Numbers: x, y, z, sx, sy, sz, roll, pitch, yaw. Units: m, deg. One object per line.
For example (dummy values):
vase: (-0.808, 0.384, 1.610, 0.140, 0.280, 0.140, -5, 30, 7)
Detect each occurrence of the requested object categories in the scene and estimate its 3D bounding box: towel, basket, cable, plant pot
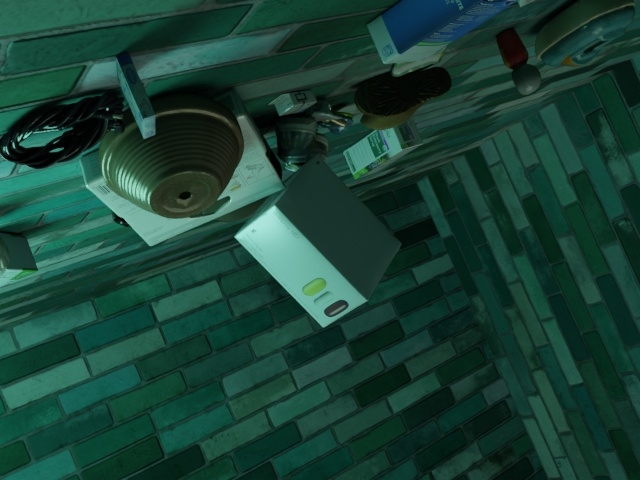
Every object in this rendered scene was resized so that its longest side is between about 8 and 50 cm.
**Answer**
towel: (0.225, -0.381, 1.790, 0.083, 0.009, 0.060, -24, 175, -4)
basket: (-0.168, -0.145, 1.693, 0.204, 0.154, 0.227, -34, 174, -11)
cable: (-0.363, -0.153, 1.177, 0.184, 0.047, 0.150, -21, 175, -22)
towel: (0.207, -0.375, 1.671, 0.113, 0.023, 0.152, -24, 176, -8)
plant pot: (-0.230, -0.114, 1.339, 0.237, 0.110, 0.237, -16, 147, -11)

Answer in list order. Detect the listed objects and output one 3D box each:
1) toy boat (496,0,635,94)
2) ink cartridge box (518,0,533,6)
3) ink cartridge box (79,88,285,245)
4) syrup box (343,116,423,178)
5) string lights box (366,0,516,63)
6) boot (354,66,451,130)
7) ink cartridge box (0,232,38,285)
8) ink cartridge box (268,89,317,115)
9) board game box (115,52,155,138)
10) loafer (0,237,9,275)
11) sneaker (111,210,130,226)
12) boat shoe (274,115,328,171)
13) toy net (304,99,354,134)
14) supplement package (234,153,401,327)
toy boat: (0.547, -0.439, 1.879, 0.318, 0.148, 0.267, -22, 176, -19)
ink cartridge box: (0.384, -0.454, 1.363, 0.150, 0.063, 0.109, -25, 176, 13)
ink cartridge box: (-0.238, -0.122, 1.499, 0.296, 0.066, 0.261, -23, 153, 3)
syrup box: (0.179, -0.268, 2.393, 0.096, 0.093, 0.237, -20, 175, -36)
string lights box: (0.217, -0.378, 1.323, 0.259, 0.077, 0.133, -27, 175, 39)
boot: (0.148, -0.300, 1.875, 0.236, 0.089, 0.269, -13, 178, -18)
ink cartridge box: (-0.715, 0.064, 1.702, 0.208, 0.087, 0.153, -23, 175, 4)
ink cartridge box: (-0.054, -0.264, 1.597, 0.083, 0.028, 0.048, -19, 173, -45)
board game box: (-0.242, -0.188, 1.091, 0.020, 0.090, 0.090, -22, 176, -14)
loafer: (-0.731, 0.053, 1.499, 0.319, 0.112, 0.112, -22, 140, -7)
sneaker: (-0.389, -0.070, 1.822, 0.146, 0.102, 0.293, -18, 169, -20)
boat shoe: (-0.044, -0.192, 1.831, 0.118, 0.103, 0.320, 2, 174, 2)
toy net: (0.000, -0.270, 1.792, 0.122, 0.045, 0.232, 5, 177, 9)
supplement package: (0.000, 0.000, 1.672, 0.145, 0.262, 0.204, -36, -168, 42)
